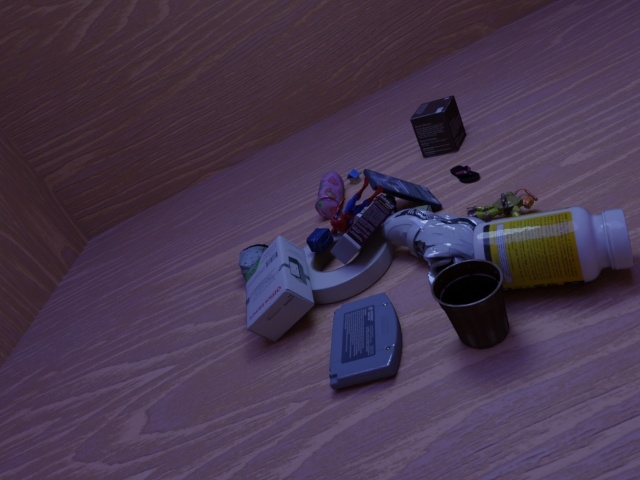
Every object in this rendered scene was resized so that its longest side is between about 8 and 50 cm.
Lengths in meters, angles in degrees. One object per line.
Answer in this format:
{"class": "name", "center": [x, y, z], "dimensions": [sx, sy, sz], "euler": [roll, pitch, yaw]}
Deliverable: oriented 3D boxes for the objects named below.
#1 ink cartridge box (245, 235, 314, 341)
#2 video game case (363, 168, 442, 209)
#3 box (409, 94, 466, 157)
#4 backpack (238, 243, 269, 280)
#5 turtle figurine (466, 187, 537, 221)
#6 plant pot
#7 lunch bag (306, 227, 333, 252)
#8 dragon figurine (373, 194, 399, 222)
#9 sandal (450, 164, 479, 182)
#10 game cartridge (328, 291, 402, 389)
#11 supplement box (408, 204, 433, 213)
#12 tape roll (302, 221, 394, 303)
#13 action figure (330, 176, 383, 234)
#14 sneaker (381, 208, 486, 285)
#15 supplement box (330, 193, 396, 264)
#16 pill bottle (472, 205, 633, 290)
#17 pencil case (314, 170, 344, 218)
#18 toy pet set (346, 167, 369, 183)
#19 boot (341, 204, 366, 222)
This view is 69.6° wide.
{"class": "ink cartridge box", "center": [-0.145, 0.158, 1.539], "dimensions": [0.211, 0.121, 0.289], "euler": [-46, 30, 22]}
{"class": "video game case", "center": [0.308, -0.197, 1.753], "dimensions": [0.274, 0.026, 0.196], "euler": [14, 24, -13]}
{"class": "box", "center": [0.537, -0.514, 2.093], "dimensions": [0.166, 0.203, 0.168], "euler": [-5, 34, 39]}
{"class": "backpack", "center": [-0.271, 0.096, 1.887], "dimensions": [0.151, 0.115, 0.182], "euler": [-21, 30, 8]}
{"class": "turtle figurine", "center": [0.578, -0.096, 1.455], "dimensions": [0.217, 0.087, 0.270], "euler": [-17, 29, 22]}
{"class": "plant pot", "center": [0.375, 0.160, 1.115], "dimensions": [0.166, 0.165, 0.167], "euler": [-23, 27, 12]}
{"class": "lunch bag", "center": [0.000, 0.000, 1.694], "dimensions": [0.065, 0.067, 0.098], "euler": [-2, 38, 42]}
{"class": "dragon figurine", "center": [0.272, -0.113, 1.772], "dimensions": [0.085, 0.144, 0.289], "euler": [-21, 8, 17]}
{"class": "sandal", "center": [0.564, -0.273, 1.827], "dimensions": [0.067, 0.040, 0.179], "euler": [-29, 27, -1]}
{"class": "game cartridge", "center": [0.126, 0.270, 1.281], "dimensions": [0.197, 0.062, 0.297], "euler": [-15, 29, 15]}
{"class": "supplement box", "center": [0.357, -0.079, 1.665], "dimensions": [0.083, 0.056, 0.083], "euler": [-8, 33, 35]}
{"class": "tape roll", "center": [0.073, 0.070, 1.657], "dimensions": [0.391, 0.072, 0.392], "euler": [-22, 27, 12]}
{"class": "action figure", "center": [0.122, -0.130, 1.695], "dimensions": [0.280, 0.091, 0.139], "euler": [-50, 13, 37]}
{"class": "sneaker", "center": [0.325, 0.016, 1.414], "dimensions": [0.365, 0.138, 0.210], "euler": [7, 42, 35]}
{"class": "supplement box", "center": [0.146, -0.039, 1.559], "dimensions": [0.239, 0.073, 0.130], "euler": [-47, -4, -32]}
{"class": "pill bottle", "center": [0.571, 0.020, 1.150], "dimensions": [0.333, 0.188, 0.188], "euler": [-10, 32, 31]}
{"class": "pencil case", "center": [0.044, -0.212, 2.129], "dimensions": [0.124, 0.124, 0.284], "euler": [-20, 28, 16]}
{"class": "toy pet set", "center": [0.175, -0.332, 2.266], "dimensions": [0.122, 0.065, 0.114], "euler": [2, 40, 46]}
{"class": "boot", "center": [0.163, -0.106, 1.879], "dimensions": [0.086, 0.069, 0.190], "euler": [-41, 28, -18]}
